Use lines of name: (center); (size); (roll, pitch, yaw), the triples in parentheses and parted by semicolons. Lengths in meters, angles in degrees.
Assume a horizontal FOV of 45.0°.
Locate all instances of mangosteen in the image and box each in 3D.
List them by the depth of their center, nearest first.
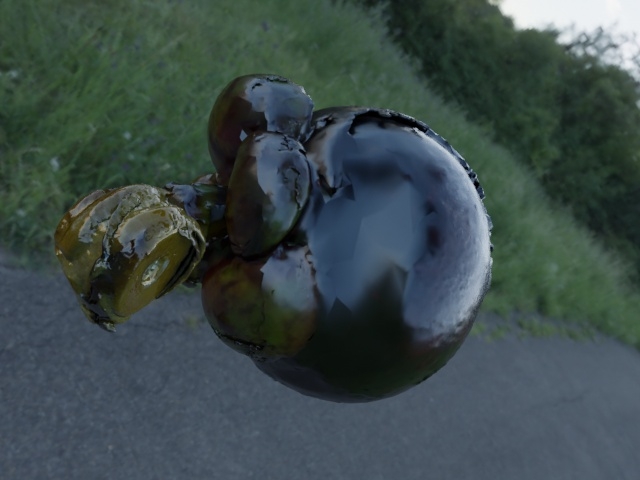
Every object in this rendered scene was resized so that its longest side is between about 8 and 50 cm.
mangosteen: (0.004, -0.001, 0.985); (0.421, 0.381, 0.381); (24, 24, -9)

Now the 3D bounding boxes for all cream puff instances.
cream puff: (-0.169, 0.009, 0.662); (0.104, 0.133, 0.119); (42, 39, 13)
